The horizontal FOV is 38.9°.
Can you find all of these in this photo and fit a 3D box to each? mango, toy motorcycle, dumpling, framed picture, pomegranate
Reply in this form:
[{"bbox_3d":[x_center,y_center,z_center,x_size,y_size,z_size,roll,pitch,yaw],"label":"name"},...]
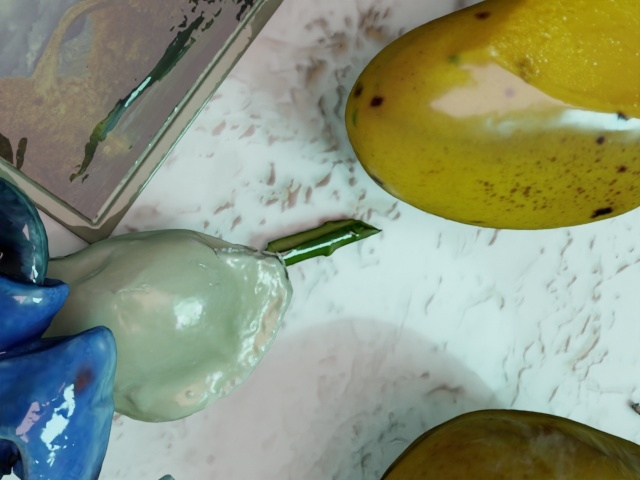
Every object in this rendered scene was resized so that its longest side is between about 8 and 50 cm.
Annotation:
[{"bbox_3d":[0.145,-0.090,0.658,0.290,0.191,0.159,-5,68,-24],"label":"mango"},{"bbox_3d":[-0.233,0.133,0.544,0.319,0.182,0.241,-43,117,8],"label":"toy motorcycle"},{"bbox_3d":[-0.119,0.058,0.619,0.199,0.118,0.136,3,108,-4],"label":"dumpling"},{"bbox_3d":[-0.151,-0.144,0.619,0.184,0.016,0.250,39,83,-24],"label":"framed picture"},{"bbox_3d":[0.156,0.256,0.668,0.307,0.307,0.307,-4,100,-22],"label":"pomegranate"}]

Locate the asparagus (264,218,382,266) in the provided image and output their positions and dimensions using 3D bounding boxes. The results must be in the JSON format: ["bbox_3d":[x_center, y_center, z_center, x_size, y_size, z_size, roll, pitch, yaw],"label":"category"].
[{"bbox_3d":[0.000,0.001,0.703,0.108,0.025,0.021,-18,125,-22],"label":"asparagus"}]

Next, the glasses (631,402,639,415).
[{"bbox_3d":[0.361,0.310,0.854,0.268,0.118,0.234,37,85,-23],"label":"glasses"}]
